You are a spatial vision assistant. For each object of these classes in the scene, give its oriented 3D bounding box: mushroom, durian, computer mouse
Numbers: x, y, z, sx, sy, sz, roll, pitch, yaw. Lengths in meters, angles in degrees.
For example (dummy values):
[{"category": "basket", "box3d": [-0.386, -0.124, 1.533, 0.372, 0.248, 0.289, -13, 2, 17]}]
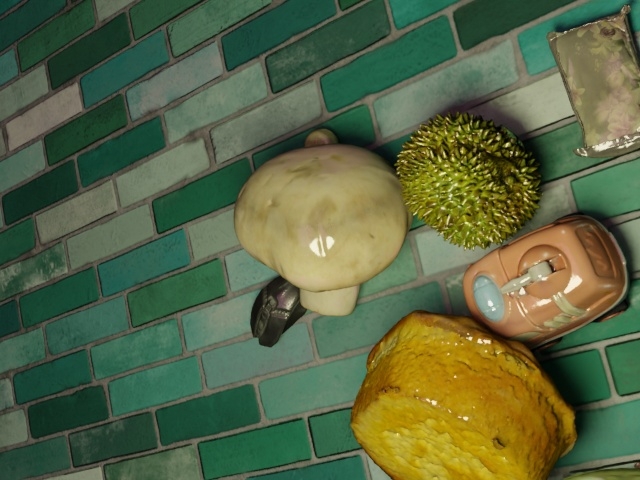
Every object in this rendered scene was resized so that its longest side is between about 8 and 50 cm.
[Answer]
[{"category": "mushroom", "box3d": [-0.003, -0.023, 1.777, 0.353, 0.325, 0.353, 0, 91, 16]}, {"category": "durian", "box3d": [0.268, -0.106, 1.641, 0.224, 0.291, 0.291, -44, 64, 12]}, {"category": "computer mouse", "box3d": [-0.096, 0.147, 1.998, 0.106, 0.062, 0.192, 46, 112, 28]}]

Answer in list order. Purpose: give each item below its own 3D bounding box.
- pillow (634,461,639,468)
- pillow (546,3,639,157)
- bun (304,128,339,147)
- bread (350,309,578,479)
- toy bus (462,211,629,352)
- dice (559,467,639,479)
[{"category": "pillow", "box3d": [0.611, 0.392, 1.493, 0.185, 0.043, 0.118, -31, 74, 31]}, {"category": "pillow", "box3d": [0.499, -0.270, 1.596, 0.169, 0.059, 0.255, -21, 75, 33]}, {"category": "bun", "box3d": [0.009, -0.194, 1.944, 0.086, 0.055, 0.086, 11, 105, 45]}, {"category": "bread", "box3d": [0.235, 0.301, 1.574, 0.398, 0.215, 0.398, 23, 143, 18]}, {"category": "toy bus", "box3d": [0.372, 0.077, 1.569, 0.288, 0.232, 0.194, -30, 74, 29]}, {"category": "dice", "box3d": [0.473, 0.516, 1.432, 0.252, 0.250, 0.254, -6, 98, 34]}]
